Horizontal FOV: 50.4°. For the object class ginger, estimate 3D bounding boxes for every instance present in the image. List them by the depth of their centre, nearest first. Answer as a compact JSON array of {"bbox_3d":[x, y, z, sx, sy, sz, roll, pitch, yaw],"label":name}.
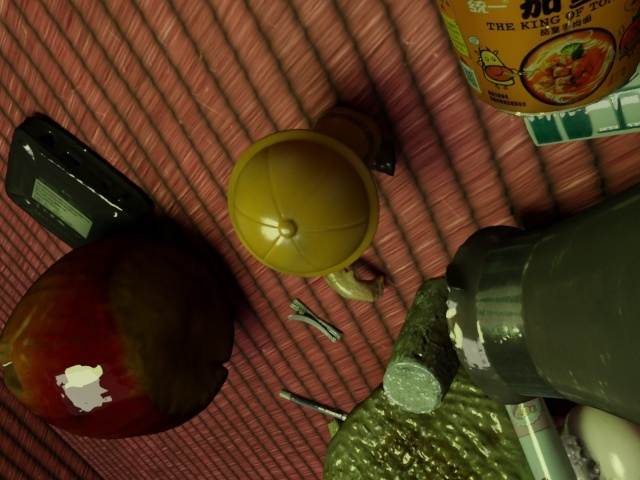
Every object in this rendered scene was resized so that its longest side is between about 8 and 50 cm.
[{"bbox_3d":[0.000,0.000,1.105,0.288,0.075,0.089,44,136,-7],"label":"ginger"}]

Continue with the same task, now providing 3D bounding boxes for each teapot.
[{"bbox_3d":[0.368,0.086,0.793,0.376,0.305,0.362,22,161,-34],"label":"teapot"},{"bbox_3d":[0.445,0.351,1.041,0.298,0.139,0.204,-150,51,-78],"label":"teapot"}]

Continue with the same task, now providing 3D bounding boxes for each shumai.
[{"bbox_3d":[0.228,0.424,1.223,0.323,0.397,0.324,45,-169,-51],"label":"shumai"}]

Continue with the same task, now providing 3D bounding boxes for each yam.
[{"bbox_3d":[0.170,0.162,1.050,0.107,0.194,0.107,20,143,16],"label":"yam"}]

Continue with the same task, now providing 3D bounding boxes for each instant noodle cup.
[{"bbox_3d":[0.200,-0.229,0.615,0.216,0.216,0.172,6,143,31],"label":"instant noodle cup"}]

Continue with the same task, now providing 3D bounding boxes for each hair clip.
[{"bbox_3d":[-0.014,0.162,1.306,0.115,0.039,0.030,35,147,-5],"label":"hair clip"}]

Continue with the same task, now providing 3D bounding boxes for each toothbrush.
[{"bbox_3d":[0.032,0.389,1.525,0.288,0.026,0.024,15,180,24],"label":"toothbrush"}]

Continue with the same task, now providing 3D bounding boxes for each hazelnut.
[{"bbox_3d":[-0.367,0.170,1.279,0.402,0.429,0.402,3,96,30],"label":"hazelnut"}]

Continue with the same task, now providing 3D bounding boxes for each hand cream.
[{"bbox_3d":[0.326,0.275,1.040,0.085,0.058,0.331,-49,52,54],"label":"hand cream"}]

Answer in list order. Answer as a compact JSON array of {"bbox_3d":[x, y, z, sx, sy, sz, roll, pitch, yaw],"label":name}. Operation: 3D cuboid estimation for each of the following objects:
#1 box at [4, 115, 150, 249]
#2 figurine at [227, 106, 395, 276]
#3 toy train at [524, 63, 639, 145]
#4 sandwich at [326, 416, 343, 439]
[{"bbox_3d":[-0.498,-0.081,1.363,0.290,0.073,0.289,39,142,-7],"label":"box"},{"bbox_3d":[-0.006,-0.076,0.871,0.192,0.257,0.167,17,142,11],"label":"figurine"},{"bbox_3d":[0.395,-0.162,0.629,0.407,0.088,0.086,-5,128,37],"label":"toy train"},{"bbox_3d":[0.114,0.506,1.541,0.258,0.096,0.094,32,137,-2],"label":"sandwich"}]
